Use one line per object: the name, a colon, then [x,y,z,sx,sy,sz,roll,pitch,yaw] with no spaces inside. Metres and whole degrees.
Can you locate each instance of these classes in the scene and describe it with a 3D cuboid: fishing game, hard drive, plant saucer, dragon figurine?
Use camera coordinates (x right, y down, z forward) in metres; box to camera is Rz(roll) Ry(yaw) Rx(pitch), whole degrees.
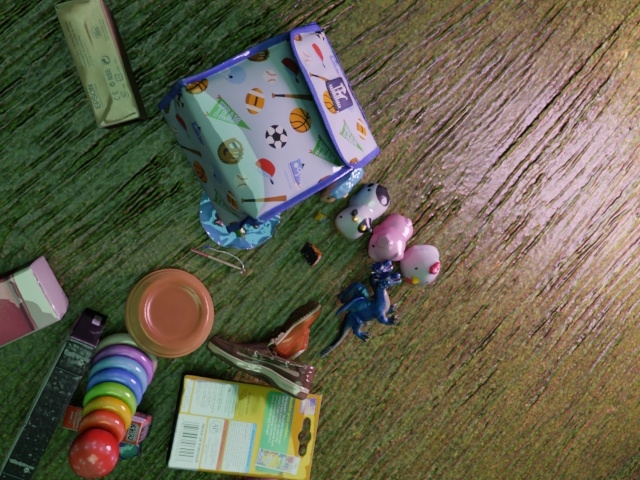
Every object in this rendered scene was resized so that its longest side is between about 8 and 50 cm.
fishing game: [-0.180,-0.065,1.465,0.189,0.041,0.264,23,92,-13]
hard drive: [-0.549,0.322,1.334,0.064,0.237,0.338,26,93,-15]
plant saucer: [-0.326,0.158,1.422,0.200,0.037,0.199,8,74,-29]
dragon figurine: [0.085,0.156,1.519,0.289,0.085,0.144,-33,113,24]

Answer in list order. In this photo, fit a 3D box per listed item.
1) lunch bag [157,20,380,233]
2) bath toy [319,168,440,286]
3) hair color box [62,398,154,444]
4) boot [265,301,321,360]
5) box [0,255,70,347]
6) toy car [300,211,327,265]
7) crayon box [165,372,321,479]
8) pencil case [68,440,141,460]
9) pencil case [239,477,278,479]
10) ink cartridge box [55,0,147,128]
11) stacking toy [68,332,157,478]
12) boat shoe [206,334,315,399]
lunch bag: [-0.082,-0.247,1.362,0.386,0.239,0.327,-31,102,-26]
bath toy: [0.154,-0.016,1.505,0.151,0.129,0.348,-46,106,-3]
hair color box: [-0.460,0.393,1.413,0.167,0.093,0.053,14,85,2]
boot: [-0.046,0.214,1.531,0.158,0.059,0.084,-42,108,4]
box: [-0.659,0.143,1.326,0.232,0.148,0.126,-26,102,-9]
toy car: [0.000,0.000,1.510,0.041,0.060,0.122,16,103,-47]
crayon box: [-0.175,0.431,1.492,0.323,0.083,0.203,12,79,-14]
pencil case: [-0.481,0.466,1.459,0.152,0.070,0.064,-8,133,-13]
pencil case: [-0.170,0.617,1.543,0.210,0.095,0.098,-17,71,-10]
ink cartridge box: [-0.427,-0.344,1.284,0.088,0.193,0.234,-18,101,-8]
stacking toy: [-0.422,0.335,1.306,0.141,0.330,0.141,-2,119,-4]
boat shoe: [-0.131,0.266,1.480,0.258,0.095,0.095,25,81,6]
